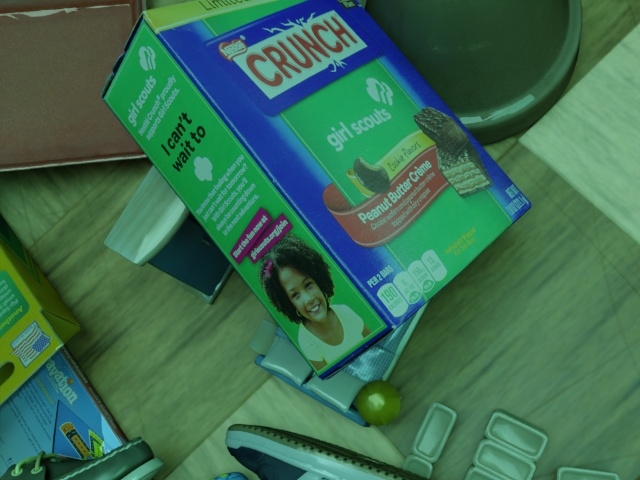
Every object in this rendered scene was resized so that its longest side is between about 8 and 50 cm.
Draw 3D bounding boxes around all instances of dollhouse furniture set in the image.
[{"bbox_3d":[0.000,0.000,0.811,0.303,0.198,0.286,29,83,17],"label":"dollhouse furniture set"}]

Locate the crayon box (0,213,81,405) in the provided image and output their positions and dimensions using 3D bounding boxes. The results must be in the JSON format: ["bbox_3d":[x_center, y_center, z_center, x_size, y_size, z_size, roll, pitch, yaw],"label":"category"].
[{"bbox_3d":[-0.420,0.087,0.919,0.203,0.083,0.323,-44,61,-2],"label":"crayon box"}]

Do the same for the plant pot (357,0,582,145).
[{"bbox_3d":[0.144,-0.258,0.833,0.263,0.229,0.263,-3,75,13],"label":"plant pot"}]

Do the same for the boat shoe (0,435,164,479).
[{"bbox_3d":[-0.305,0.274,0.822,0.305,0.109,0.091,-30,76,8],"label":"boat shoe"}]

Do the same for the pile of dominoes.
[{"bbox_3d":[0.159,0.298,0.792,0.196,0.040,0.251,24,90,17],"label":"pile of dominoes"}]

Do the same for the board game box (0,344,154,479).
[{"bbox_3d":[-0.300,0.236,0.902,0.145,0.027,0.281,-40,71,1],"label":"board game box"}]

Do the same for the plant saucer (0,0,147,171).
[{"bbox_3d":[-0.339,-0.202,0.994,0.259,0.047,0.259,-6,74,-4],"label":"plant saucer"}]

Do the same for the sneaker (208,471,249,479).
[{"bbox_3d":[-0.143,0.318,0.824,0.188,0.067,0.078,-36,65,-2],"label":"sneaker"}]

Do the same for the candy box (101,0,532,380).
[{"bbox_3d":[0.007,-0.079,0.731,0.317,0.268,0.122,50,133,6],"label":"candy box"}]

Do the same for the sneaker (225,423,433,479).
[{"bbox_3d":[0.009,0.281,0.771,0.282,0.099,0.153,13,82,29],"label":"sneaker"}]
